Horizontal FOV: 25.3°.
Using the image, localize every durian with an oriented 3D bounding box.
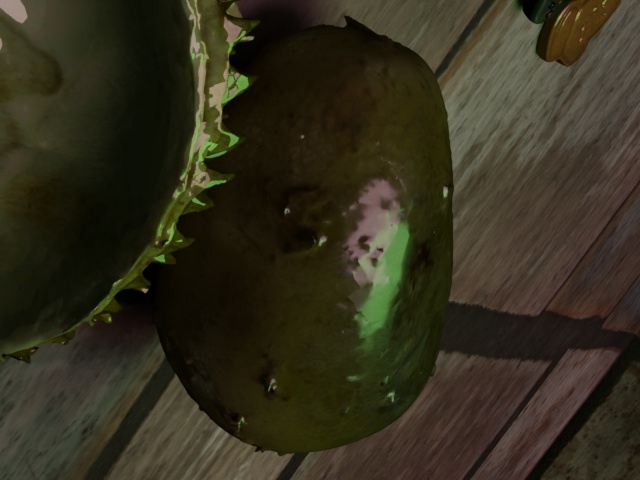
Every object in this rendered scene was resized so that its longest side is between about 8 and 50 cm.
[{"bbox_3d":[-0.157,-0.067,0.755,0.198,0.163,0.394,4,119,-49],"label":"durian"}]

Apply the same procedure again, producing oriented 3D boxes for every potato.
[{"bbox_3d":[-0.010,0.006,1.109,0.270,0.219,0.359,-47,152,-35],"label":"potato"}]

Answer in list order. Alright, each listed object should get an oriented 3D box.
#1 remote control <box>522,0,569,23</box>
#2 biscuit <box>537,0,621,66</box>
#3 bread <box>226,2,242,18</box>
[{"bbox_3d":[0.245,-0.298,1.339,0.072,0.042,0.222,-32,152,-38],"label":"remote control"},{"bbox_3d":[0.282,-0.234,1.534,0.140,0.023,0.118,-37,154,-31],"label":"biscuit"},{"bbox_3d":[-0.149,-0.064,0.957,0.182,0.039,0.251,-18,141,-52],"label":"bread"}]
